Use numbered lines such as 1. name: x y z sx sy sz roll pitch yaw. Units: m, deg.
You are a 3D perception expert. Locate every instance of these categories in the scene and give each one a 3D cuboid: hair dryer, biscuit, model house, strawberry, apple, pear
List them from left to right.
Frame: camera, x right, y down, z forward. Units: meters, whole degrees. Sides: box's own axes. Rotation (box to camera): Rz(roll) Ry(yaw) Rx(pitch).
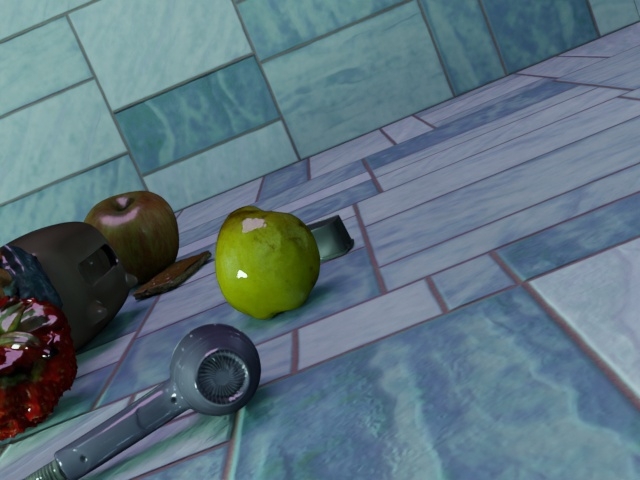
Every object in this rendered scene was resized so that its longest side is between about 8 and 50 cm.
1. model house: -0.644 0.120 1.612 0.253 0.184 0.291 -42 -28 4
2. strawberry: -0.530 0.233 1.522 0.261 0.257 0.261 -5 33 3
3. apple: -0.498 0.004 2.429 0.264 0.264 0.264 -22 11 5
4. hair dryer: -0.251 0.232 1.229 0.361 0.121 0.301 -31 4 -12
5. biscuit: -0.366 0.086 2.279 0.131 0.025 0.231 -19 12 25
6. pear: -0.095 0.034 1.589 0.200 0.200 0.200 -22 11 5

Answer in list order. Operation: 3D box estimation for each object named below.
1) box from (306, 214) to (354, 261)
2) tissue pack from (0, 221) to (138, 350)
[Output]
1. box: 0.000 0.000 1.854 0.122 0.069 0.084 -18 14 21
2. tissue pack: -0.575 0.108 1.963 0.277 0.267 0.387 -25 9 8
